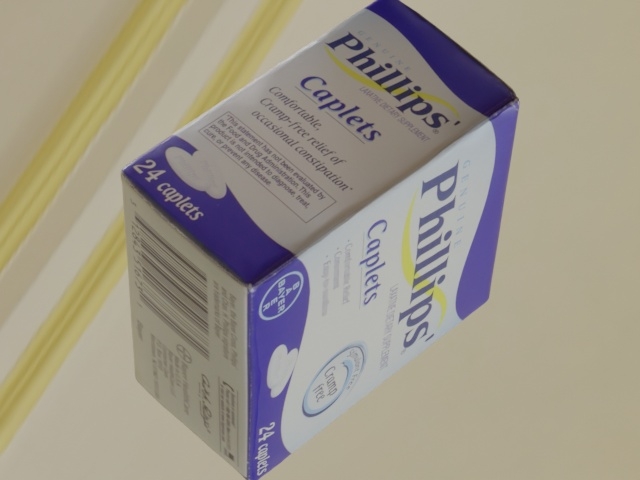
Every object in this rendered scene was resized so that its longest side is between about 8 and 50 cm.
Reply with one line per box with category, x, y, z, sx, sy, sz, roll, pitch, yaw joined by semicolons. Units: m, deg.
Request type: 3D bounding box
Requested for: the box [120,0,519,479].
box;0.000;0.000;0.736;0.137;0.126;0.072;-37;-119;-27
